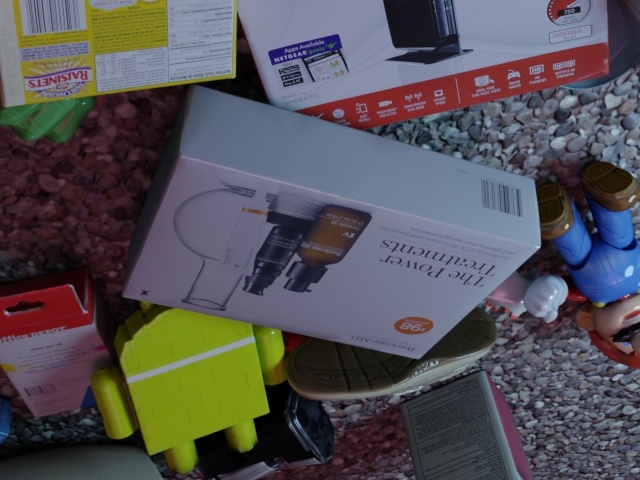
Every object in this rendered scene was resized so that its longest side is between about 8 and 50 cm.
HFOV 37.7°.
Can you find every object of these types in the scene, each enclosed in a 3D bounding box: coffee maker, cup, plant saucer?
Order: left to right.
[{"bbox_3d":[-0.331,0.428,1.354,0.237,0.331,0.331,-26,140,-22],"label":"cup"},{"bbox_3d":[-0.094,0.269,1.330,0.178,0.120,0.171,-25,136,23],"label":"coffee maker"},{"bbox_3d":[0.291,-0.215,1.002,0.119,0.021,0.119,-5,135,-5],"label":"plant saucer"}]

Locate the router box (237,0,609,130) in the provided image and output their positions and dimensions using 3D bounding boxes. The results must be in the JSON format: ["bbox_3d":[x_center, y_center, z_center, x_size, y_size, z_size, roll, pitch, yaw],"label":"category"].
[{"bbox_3d":[0.085,-0.255,0.863,0.335,0.082,0.301,-12,136,8],"label":"router box"}]

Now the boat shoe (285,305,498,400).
[{"bbox_3d":[0.094,0.166,1.267,0.302,0.109,0.098,-12,146,-22],"label":"boat shoe"}]

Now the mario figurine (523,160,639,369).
[{"bbox_3d":[0.385,0.062,1.187,0.198,0.170,0.320,1,139,40],"label":"mario figurine"}]

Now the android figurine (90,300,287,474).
[{"bbox_3d":[-0.162,0.166,1.184,0.248,0.056,0.273,-19,119,-13],"label":"android figurine"}]

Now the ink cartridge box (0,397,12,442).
[{"bbox_3d":[-0.527,0.238,1.269,0.181,0.061,0.104,29,123,-34],"label":"ink cartridge box"}]

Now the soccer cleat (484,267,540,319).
[{"bbox_3d":[0.195,0.039,1.216,0.196,0.068,0.076,20,99,-20],"label":"soccer cleat"}]

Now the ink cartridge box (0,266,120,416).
[{"bbox_3d":[-0.333,0.117,1.173,0.134,0.078,0.231,-12,136,0],"label":"ink cartridge box"}]

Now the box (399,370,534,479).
[{"bbox_3d":[0.227,0.337,1.392,0.149,0.232,0.127,-25,133,15],"label":"box"}]

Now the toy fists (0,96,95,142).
[{"bbox_3d":[-0.292,-0.203,0.816,0.096,0.142,0.279,-20,135,9],"label":"toy fists"}]

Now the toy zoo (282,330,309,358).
[{"bbox_3d":[-0.057,0.087,1.231,0.192,0.030,0.293,25,125,-31],"label":"toy zoo"}]

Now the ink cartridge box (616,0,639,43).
[{"bbox_3d":[0.444,-0.262,0.899,0.289,0.121,0.211,-34,131,15],"label":"ink cartridge box"}]

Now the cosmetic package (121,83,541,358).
[{"bbox_3d":[0.000,0.000,1.019,0.377,0.097,0.284,13,147,-15],"label":"cosmetic package"}]

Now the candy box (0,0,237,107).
[{"bbox_3d":[-0.170,-0.175,0.792,0.206,0.027,0.105,-11,134,-21],"label":"candy box"}]
